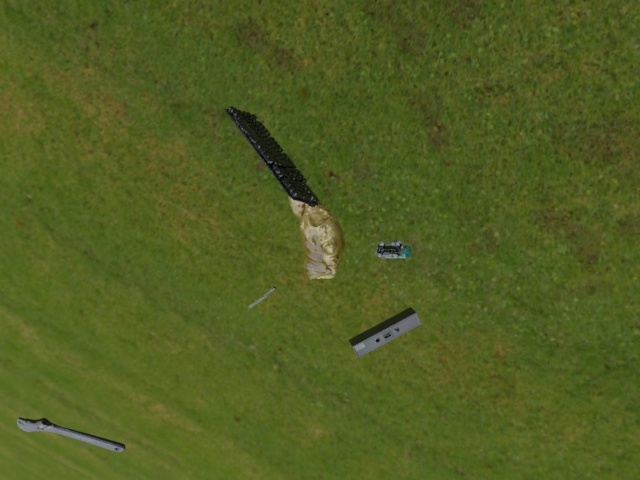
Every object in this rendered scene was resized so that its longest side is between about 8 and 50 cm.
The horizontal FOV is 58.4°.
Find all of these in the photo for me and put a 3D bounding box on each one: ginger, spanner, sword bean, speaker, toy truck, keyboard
[{"bbox_3d":[0.005,0.000,1.000,0.115,0.081,0.206,17,140,39],"label":"ginger"},{"bbox_3d":[-0.470,0.370,1.087,0.208,0.012,0.046,29,124,-28],"label":"spanner"},{"bbox_3d":[-0.136,0.134,1.339,0.083,0.012,0.012,-38,117,9],"label":"sword bean"},{"bbox_3d":[0.171,0.242,1.515,0.191,0.046,0.040,-27,108,-4],"label":"speaker"},{"bbox_3d":[0.173,0.026,1.360,0.044,0.039,0.083,24,164,-34],"label":"toy truck"},{"bbox_3d":[-0.080,-0.142,0.933,0.023,0.231,0.072,-47,149,19],"label":"keyboard"}]
